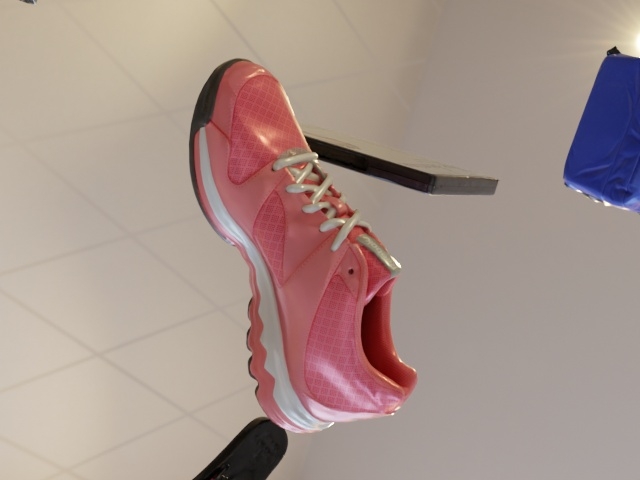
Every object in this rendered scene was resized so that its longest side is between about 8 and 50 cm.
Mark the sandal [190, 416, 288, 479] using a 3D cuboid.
[{"bbox_3d":[-0.089,0.224,0.613,0.179,0.067,0.040,-47,-144,-17],"label":"sandal"}]

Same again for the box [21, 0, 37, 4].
[{"bbox_3d":[-0.097,-0.165,0.252,0.094,0.027,0.137,134,-28,-78],"label":"box"}]

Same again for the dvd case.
[{"bbox_3d":[0.044,-0.093,0.791,0.253,0.180,0.022,21,-77,29],"label":"dvd case"}]

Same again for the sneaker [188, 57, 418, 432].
[{"bbox_3d":[0.000,0.000,0.595,0.136,0.116,0.313,-10,-81,36],"label":"sneaker"}]

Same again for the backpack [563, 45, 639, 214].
[{"bbox_3d":[0.232,-0.053,0.463,0.101,0.120,0.098,46,-59,55],"label":"backpack"}]
